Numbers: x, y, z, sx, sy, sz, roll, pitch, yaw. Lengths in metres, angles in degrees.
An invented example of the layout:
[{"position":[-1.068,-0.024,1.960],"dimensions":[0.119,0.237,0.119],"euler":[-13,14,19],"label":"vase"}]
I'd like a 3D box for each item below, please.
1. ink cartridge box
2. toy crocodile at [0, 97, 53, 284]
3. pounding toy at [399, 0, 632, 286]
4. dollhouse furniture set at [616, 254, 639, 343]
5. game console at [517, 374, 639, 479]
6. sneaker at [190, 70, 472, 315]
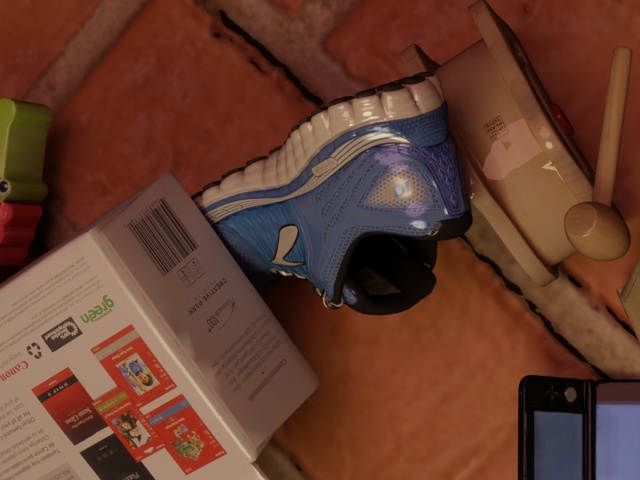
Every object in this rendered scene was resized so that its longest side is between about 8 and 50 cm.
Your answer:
[{"position":[-0.170,0.145,1.231],"dimensions":[0.309,0.130,0.272],"euler":[-30,98,31],"label":"ink cartridge box"},{"position":[-0.314,0.036,1.395],"dimensions":[0.105,0.115,0.340],"euler":[27,94,22],"label":"toy crocodile"},{"position":[0.183,-0.074,1.189],"dimensions":[0.155,0.154,0.269],"euler":[-32,51,14],"label":"pounding toy"},{"position":[0.350,0.020,1.120],"dimensions":[0.242,0.161,0.212],"euler":[-20,73,-4],"label":"dollhouse furniture set"},{"position":[0.205,0.161,1.172],"dimensions":[0.071,0.107,0.122],"euler":[-11,75,51],"label":"game console"},{"position":[0.000,0.000,1.195],"dimensions":[0.330,0.130,0.147],"euler":[-32,79,58],"label":"sneaker"}]
